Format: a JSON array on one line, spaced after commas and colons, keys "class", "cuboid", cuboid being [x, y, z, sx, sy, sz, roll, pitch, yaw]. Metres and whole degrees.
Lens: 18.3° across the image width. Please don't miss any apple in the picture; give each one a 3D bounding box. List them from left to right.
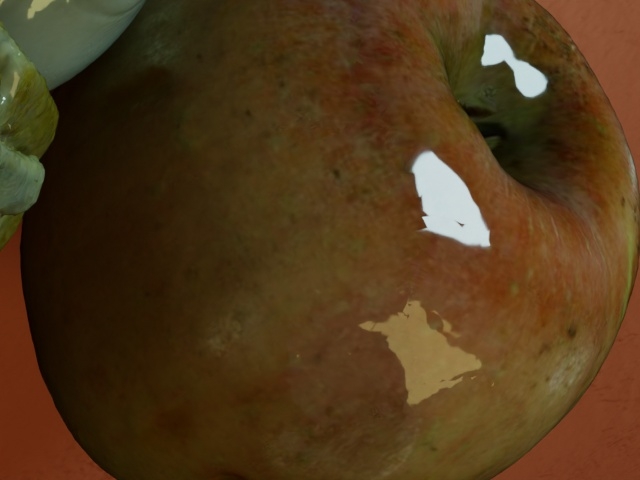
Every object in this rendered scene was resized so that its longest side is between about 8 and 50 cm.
[{"class": "apple", "cuboid": [0.000, 0.000, 1.100, 0.338, 0.338, 0.305, 8, 145, -45]}]

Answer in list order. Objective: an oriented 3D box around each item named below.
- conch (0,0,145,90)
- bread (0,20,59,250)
[{"class": "conch", "cuboid": [-0.172, -0.123, 0.948, 0.221, 0.121, 0.185, -27, 167, 0]}, {"class": "bread", "cuboid": [-0.206, -0.027, 0.788, 0.257, 0.124, 0.186, -30, 151, -49]}]
